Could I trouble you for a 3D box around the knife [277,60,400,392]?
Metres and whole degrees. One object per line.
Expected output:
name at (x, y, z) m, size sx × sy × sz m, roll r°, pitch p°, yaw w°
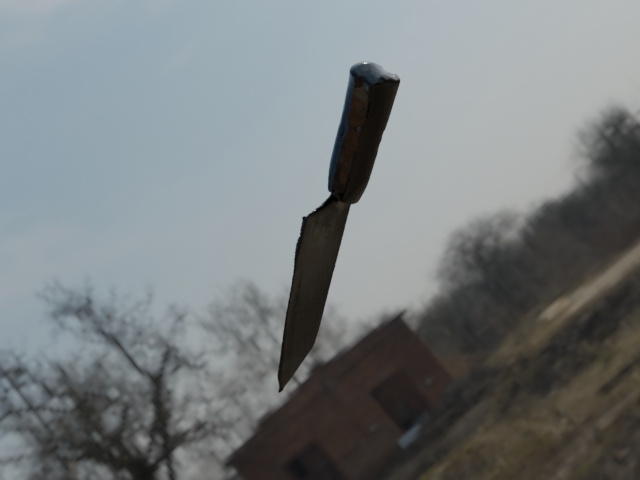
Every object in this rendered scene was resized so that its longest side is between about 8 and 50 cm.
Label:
knife at (0.000, 0.000, 0.908) m, size 0.060 × 0.028 × 0.230 m, roll -34°, pitch -34°, yaw -52°
